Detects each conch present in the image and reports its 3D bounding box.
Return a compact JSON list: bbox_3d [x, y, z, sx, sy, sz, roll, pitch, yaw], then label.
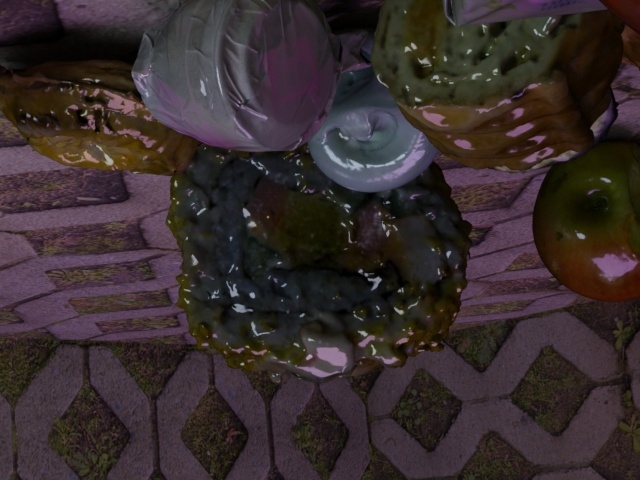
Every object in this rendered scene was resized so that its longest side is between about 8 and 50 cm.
[{"bbox_3d":[0.055,-0.154,1.334,0.185,0.121,0.221,19,140,-7],"label":"conch"}]

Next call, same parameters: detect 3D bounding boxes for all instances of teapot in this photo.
[{"bbox_3d":[-0.076,-0.187,1.182,0.178,0.221,0.163,4,132,41],"label":"teapot"}]

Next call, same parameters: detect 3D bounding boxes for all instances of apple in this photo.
[{"bbox_3d":[0.441,-0.034,1.797,0.246,0.246,0.226,-10,152,20],"label":"apple"}]

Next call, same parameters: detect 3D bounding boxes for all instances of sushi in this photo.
[{"bbox_3d":[0.000,0.020,1.584,0.396,0.351,0.240,-3,168,-2],"label":"sushi"}]

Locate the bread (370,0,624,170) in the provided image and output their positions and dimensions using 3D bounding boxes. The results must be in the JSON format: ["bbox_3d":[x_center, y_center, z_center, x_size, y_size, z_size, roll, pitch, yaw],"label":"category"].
[{"bbox_3d":[0.176,-0.181,1.121,0.196,0.238,0.252,26,-172,24],"label":"bread"}]

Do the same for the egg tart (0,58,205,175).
[{"bbox_3d":[-0.239,-0.130,1.326,0.279,0.095,0.279,5,173,1],"label":"egg tart"}]

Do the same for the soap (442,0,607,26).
[{"bbox_3d":[0.187,-0.262,0.894,0.199,0.138,0.182,-6,168,1],"label":"soap"}]

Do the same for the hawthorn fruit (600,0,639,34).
[{"bbox_3d":[0.279,-0.249,0.652,0.324,0.308,0.308,-5,168,10],"label":"hawthorn fruit"}]

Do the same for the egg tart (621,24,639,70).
[{"bbox_3d":[0.454,-0.207,1.286,0.319,0.128,0.319,-3,169,-1],"label":"egg tart"}]

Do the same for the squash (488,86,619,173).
[{"bbox_3d":[0.235,-0.187,1.404,0.220,0.133,0.220,2,153,1],"label":"squash"}]
